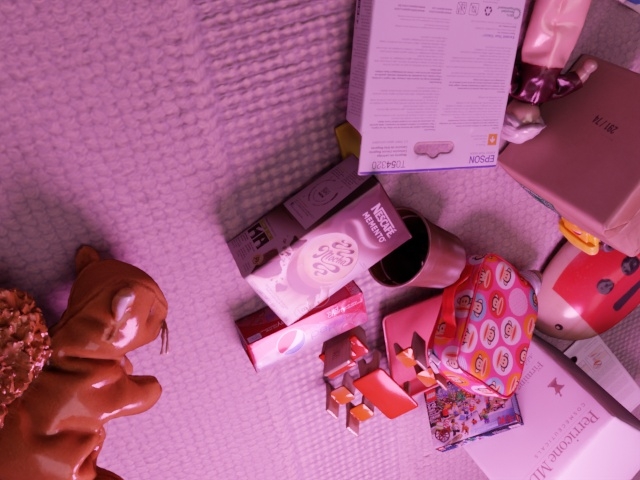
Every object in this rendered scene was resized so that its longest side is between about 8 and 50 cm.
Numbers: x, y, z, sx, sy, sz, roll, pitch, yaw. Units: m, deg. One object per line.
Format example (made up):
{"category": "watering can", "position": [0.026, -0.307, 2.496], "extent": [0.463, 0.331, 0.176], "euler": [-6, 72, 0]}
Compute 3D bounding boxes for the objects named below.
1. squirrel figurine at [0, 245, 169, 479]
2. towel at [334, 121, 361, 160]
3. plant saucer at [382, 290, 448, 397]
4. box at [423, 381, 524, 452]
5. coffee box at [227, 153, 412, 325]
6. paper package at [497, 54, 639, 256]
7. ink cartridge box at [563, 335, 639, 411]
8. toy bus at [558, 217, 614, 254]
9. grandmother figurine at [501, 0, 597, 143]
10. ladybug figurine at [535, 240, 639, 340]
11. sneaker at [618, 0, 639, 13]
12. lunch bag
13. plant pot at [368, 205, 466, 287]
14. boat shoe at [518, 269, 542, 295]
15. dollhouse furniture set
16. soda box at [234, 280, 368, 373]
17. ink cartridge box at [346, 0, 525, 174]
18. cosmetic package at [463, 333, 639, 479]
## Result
{"category": "squirrel figurine", "position": [-0.430, 0.193, 1.079], "extent": [0.396, 0.281, 0.371], "euler": [22, 101, -41]}
{"category": "towel", "position": [0.140, -0.221, 1.292], "extent": [0.237, 0.021, 0.102], "euler": [-27, 125, -11]}
{"category": "plant saucer", "position": [0.264, 0.237, 1.630], "extent": [0.258, 0.047, 0.259], "euler": [-20, 118, -18]}
{"category": "box", "position": [0.378, 0.418, 1.702], "extent": [0.233, 0.159, 0.044], "euler": [-30, 138, 29]}
{"category": "coffee box", "position": [0.000, 0.000, 1.278], "extent": [0.297, 0.119, 0.168], "euler": [-36, 131, 2]}
{"category": "paper package", "position": [0.585, -0.175, 1.374], "extent": [0.168, 0.325, 0.309], "euler": [33, 100, -41]}
{"category": "ink cartridge box", "position": [0.801, 0.469, 2.114], "extent": [0.308, 0.091, 0.385], "euler": [-43, 115, 3]}
{"category": "toy bus", "position": [0.670, -0.105, 1.578], "extent": [0.220, 0.149, 0.211], "euler": [-33, 136, -5]}
{"category": "grandmother figurine", "position": [0.438, -0.348, 1.330], "extent": [0.207, 0.104, 0.343], "euler": [14, 121, 0]}
{"category": "ladybug figurine", "position": [0.740, 0.089, 1.748], "extent": [0.305, 0.162, 0.449], "euler": [32, 101, -40]}
{"category": "sneaker", "position": [0.619, -0.512, 1.345], "extent": [0.152, 0.058, 0.085], "euler": [7, 122, -38]}
{"category": "lunch bag", "position": [0.354, 0.181, 1.502], "extent": [0.258, 0.120, 0.293], "euler": [36, 66, -31]}
{"category": "plant pot", "position": [0.208, 0.027, 1.411], "extent": [0.165, 0.167, 0.167], "euler": [14, 113, -44]}
{"category": "boat shoe", "position": [0.466, 0.200, 1.700], "extent": [0.094, 0.109, 0.302], "euler": [-10, 138, -52]}
{"category": "dollhouse furniture set", "position": [0.112, 0.308, 1.497], "extent": [0.262, 0.135, 0.259], "euler": [-34, 116, 22]}
{"category": "soda box", "position": [-0.037, 0.167, 1.405], "extent": [0.263, 0.083, 0.092], "euler": [-24, 129, -14]}
{"category": "ink cartridge box", "position": [0.203, -0.291, 1.218], "extent": [0.324, 0.071, 0.330], "euler": [-6, 114, -28]}
{"category": "cosmetic package", "position": [0.575, 0.474, 1.757], "extent": [0.327, 0.394, 0.329], "euler": [30, 102, -40]}
